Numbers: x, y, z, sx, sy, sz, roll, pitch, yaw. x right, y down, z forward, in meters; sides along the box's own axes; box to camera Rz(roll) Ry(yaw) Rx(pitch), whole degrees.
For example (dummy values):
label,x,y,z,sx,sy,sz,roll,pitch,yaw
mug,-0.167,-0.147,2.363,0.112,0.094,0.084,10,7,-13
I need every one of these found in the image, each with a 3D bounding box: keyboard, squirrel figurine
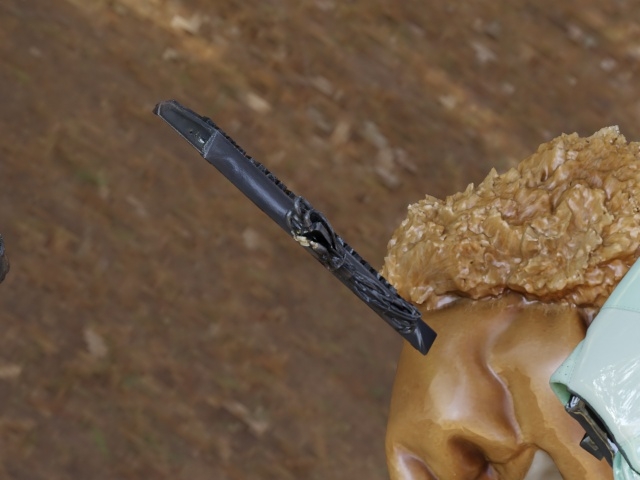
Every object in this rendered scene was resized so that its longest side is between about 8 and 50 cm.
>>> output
label,x,y,z,sx,sy,sz,roll,pitch,yaw
keyboard,0.000,0.000,1.378,0.317,0.033,0.201,41,0,-39
squirrel figurine,0.261,0.085,1.586,0.281,0.370,0.397,-4,77,-55

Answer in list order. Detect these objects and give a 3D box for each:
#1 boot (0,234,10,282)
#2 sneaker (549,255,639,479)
label,x,y,z,sx,sy,sz,roll,pitch,yaw
boot,-0.486,0.005,1.779,0.131,0.260,0.348,25,52,26
sneaker,0.237,0.115,0.855,0.256,0.151,0.094,40,-12,23
